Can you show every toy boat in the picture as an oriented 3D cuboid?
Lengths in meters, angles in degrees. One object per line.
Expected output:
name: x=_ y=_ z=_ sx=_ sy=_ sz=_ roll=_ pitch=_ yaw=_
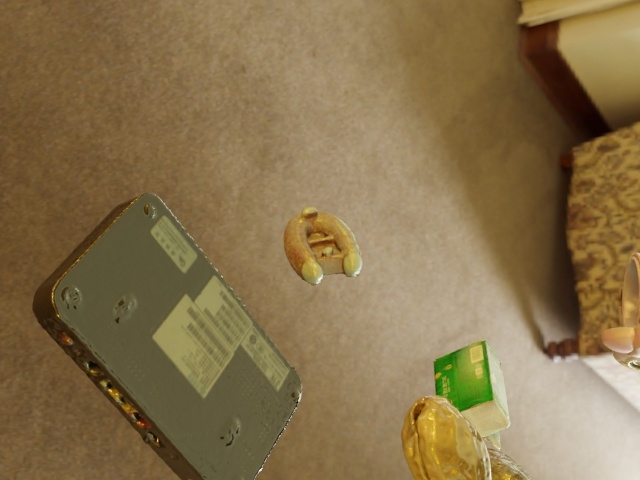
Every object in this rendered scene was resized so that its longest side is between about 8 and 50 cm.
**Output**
toy boat: x=0.000 y=0.000 z=1.853 sx=0.227 sy=0.155 sz=0.085 roll=-118 pitch=-161 yaw=-54

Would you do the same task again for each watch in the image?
watch: x=0.620 y=0.123 z=1.625 sx=0.248 sy=0.211 sz=0.217 roll=67 pitch=26 yaw=-67

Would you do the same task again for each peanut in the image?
peanut: x=0.194 y=0.363 z=1.256 sx=0.130 sy=0.130 sz=0.290 roll=-14 pitch=86 yaw=-53

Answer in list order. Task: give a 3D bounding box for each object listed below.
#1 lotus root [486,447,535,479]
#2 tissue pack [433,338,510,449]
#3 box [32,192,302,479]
lotus root: x=0.327 y=0.492 z=1.593 sx=0.175 sy=0.349 sz=0.175 roll=-14 pitch=125 yaw=-21
tissue pack: x=0.358 y=0.369 z=2.033 sx=0.156 sy=0.148 sz=0.209 roll=55 pitch=21 yaw=-28
box: x=-0.168 y=0.132 z=1.053 sx=0.350 sy=0.058 sz=0.211 roll=54 pitch=43 yaw=-22
